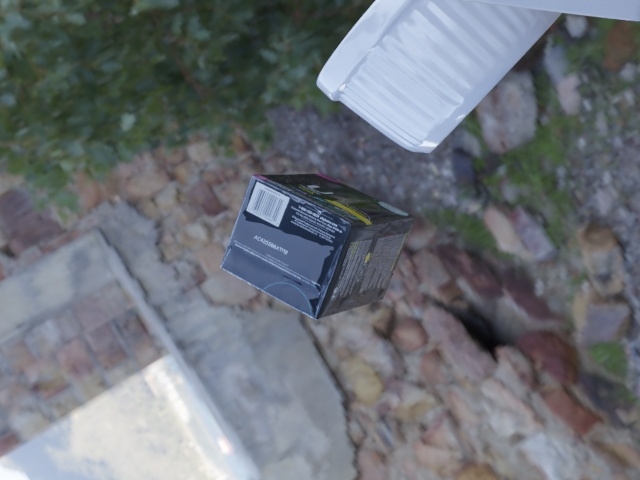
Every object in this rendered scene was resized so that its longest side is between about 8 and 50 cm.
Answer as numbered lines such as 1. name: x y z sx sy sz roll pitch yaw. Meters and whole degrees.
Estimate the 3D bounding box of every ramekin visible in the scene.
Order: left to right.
1. ramekin: 0.105 -0.166 0.969 0.109 0.207 0.207 42 167 0

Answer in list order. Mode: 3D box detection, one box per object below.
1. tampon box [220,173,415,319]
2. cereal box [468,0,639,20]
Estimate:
1. tampon box: 0.000 0.000 1.212 0.120 0.101 0.161 26 -165 22
2. cereal box: 0.138 -0.238 0.618 0.047 0.173 0.240 42 125 46
